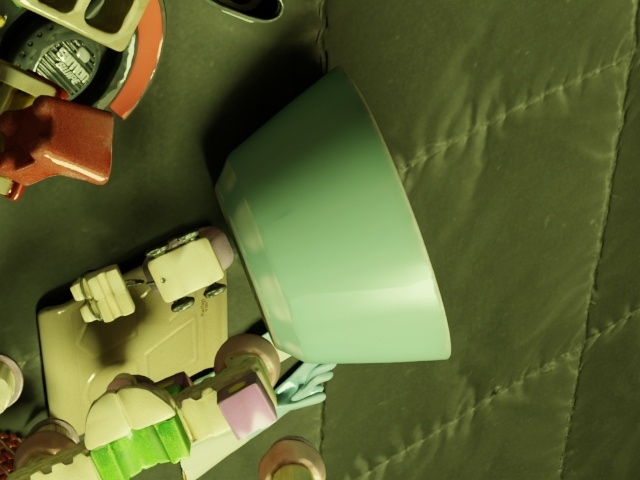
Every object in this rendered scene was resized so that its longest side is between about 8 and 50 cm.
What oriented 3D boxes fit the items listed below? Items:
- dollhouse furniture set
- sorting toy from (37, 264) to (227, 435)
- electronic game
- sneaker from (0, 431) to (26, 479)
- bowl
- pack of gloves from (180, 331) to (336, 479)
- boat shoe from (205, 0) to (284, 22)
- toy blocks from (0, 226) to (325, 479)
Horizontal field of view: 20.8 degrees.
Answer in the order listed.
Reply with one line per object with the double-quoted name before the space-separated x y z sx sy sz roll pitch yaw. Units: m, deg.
"dollhouse furniture set" -0.144 -0.186 1.386 0.152 0.201 0.374 22 96 -43
"sorting toy" -0.194 0.097 1.819 0.208 0.038 0.193 -23 138 -25
"electronic game" -0.231 -0.156 1.519 0.229 0.048 0.229 -28 140 -26
"sneaker" -0.366 0.259 1.761 0.225 0.088 0.093 -10 150 -42
"bowl" 0.000 0.000 1.739 0.163 0.311 0.311 -21 141 -4
"pack of gloves" -0.060 0.179 2.008 0.232 0.046 0.195 -34 150 -22
"boat shoe" -0.100 -0.252 1.552 0.075 0.065 0.206 -50 144 7
"toy blocks" -0.170 0.154 1.675 0.288 0.260 0.309 -23 101 2
